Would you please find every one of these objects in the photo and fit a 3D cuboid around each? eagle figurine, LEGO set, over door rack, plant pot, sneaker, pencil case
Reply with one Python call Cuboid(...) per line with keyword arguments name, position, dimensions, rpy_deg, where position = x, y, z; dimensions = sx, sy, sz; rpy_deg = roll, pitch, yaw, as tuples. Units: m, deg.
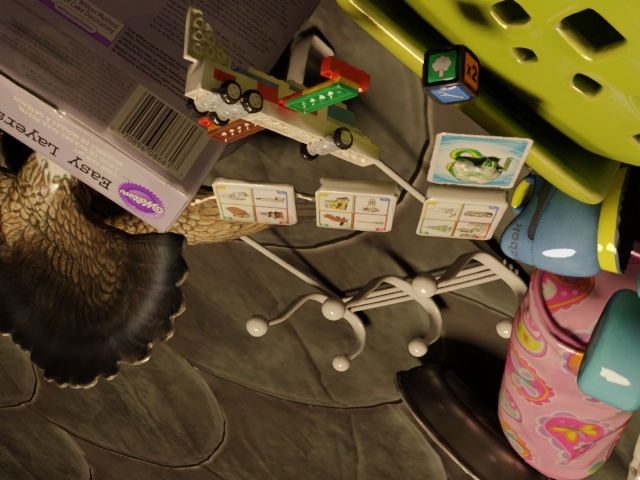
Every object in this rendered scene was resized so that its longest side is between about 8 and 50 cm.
Cuboid(name="eagle figurine", position=(-0.174, -0.021, 0.848), dimensions=(0.298, 0.226, 0.225), rpy_deg=(35, 177, 13))
Cuboid(name="LEGO set", position=(0.023, -0.060, 0.626), dimensions=(0.183, 0.060, 0.244), rpy_deg=(4, 164, 2))
Cuboid(name="over door rack", position=(0.000, 0.000, 0.988), dimensions=(0.240, 0.108, 0.324), rpy_deg=(-17, 125, 45))
Cuboid(name="plant pot", position=(0.154, -0.164, 0.575), dimensions=(0.227, 0.228, 0.207), rpy_deg=(37, 151, -15))
Cuboid(name="sneaker", position=(0.170, -0.056, 0.709), dimensions=(0.082, 0.209, 0.069), rpy_deg=(3, 129, 26))
Cuboid(name="pencil case", position=(0.220, 0.103, 0.934), dimensions=(0.124, 0.124, 0.284), rpy_deg=(18, 153, 14))

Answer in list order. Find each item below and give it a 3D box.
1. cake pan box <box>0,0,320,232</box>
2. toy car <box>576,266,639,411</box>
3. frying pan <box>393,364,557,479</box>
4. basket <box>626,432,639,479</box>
Cuboid(name="cake pan box", position=(-0.140, -0.168, 0.744), dimensions=(0.267, 0.245, 0.070), rpy_deg=(32, 149, -8))
Cuboid(name="toy car", position=(0.244, 0.132, 0.582), dimensions=(0.219, 0.238, 0.210), rpy_deg=(23, 145, 8))
Cuboid(name="frying pan", position=(0.194, 0.231, 1.066), dimensions=(0.326, 0.053, 0.197), rpy_deg=(46, -168, 30))
Cuboid(name="basket", position=(0.346, 0.229, 1.044), dimensions=(0.103, 0.113, 0.167), rpy_deg=(14, 144, 16))
